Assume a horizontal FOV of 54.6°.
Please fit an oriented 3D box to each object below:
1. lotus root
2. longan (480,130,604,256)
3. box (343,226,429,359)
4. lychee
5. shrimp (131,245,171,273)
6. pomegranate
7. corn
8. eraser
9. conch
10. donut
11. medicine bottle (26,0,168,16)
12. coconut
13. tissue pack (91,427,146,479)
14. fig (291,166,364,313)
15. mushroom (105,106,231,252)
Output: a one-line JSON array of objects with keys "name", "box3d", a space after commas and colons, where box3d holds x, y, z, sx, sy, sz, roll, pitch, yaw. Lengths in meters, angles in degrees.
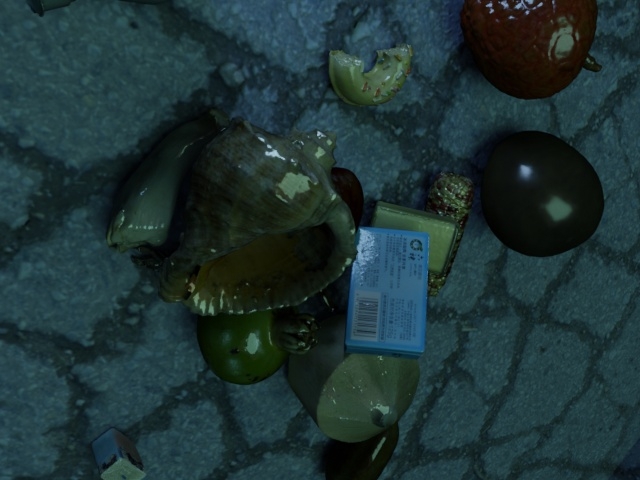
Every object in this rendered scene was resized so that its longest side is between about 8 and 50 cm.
[{"name": "lotus root", "box3d": [0.095, 0.494, 1.443, 0.123, 0.124, 0.241, 20, 100, -49]}, {"name": "longan", "box3d": [0.482, -0.101, 1.353, 0.300, 0.243, 0.300, 18, 68, -54]}, {"name": "box", "box3d": [0.123, 0.097, 1.156, 0.142, 0.232, 0.083, 5, 157, 2]}, {"name": "lychee", "box3d": [0.405, -0.392, 1.158, 0.299, 0.255, 0.255, 10, 109, -3]}, {"name": "shrimp", "box3d": [-0.281, 0.034, 1.044, 0.092, 0.029, 0.038, 27, 104, -33]}, {"name": "pomegranate", "box3d": [-0.106, 0.153, 1.081, 0.202, 0.247, 0.202, 2, 87, -54]}, {"name": "corn", "box3d": [0.254, -0.007, 1.335, 0.098, 0.098, 0.290, -1, 116, -33]}, {"name": "eraser", "box3d": [0.182, -0.004, 1.257, 0.172, 0.058, 0.117, 13, 107, 0]}, {"name": "conch", "box3d": [-0.093, -0.035, 0.952, 0.352, 0.210, 0.297, -32, 127, 27]}, {"name": "donut", "box3d": [0.092, -0.291, 1.111, 0.165, 0.065, 0.108, -15, 120, -27]}, {"name": "medicine bottle", "box3d": [-0.231, -0.400, 0.732, 0.289, 0.245, 0.245, -26, 124, -23]}, {"name": "coconut", "box3d": [0.071, 0.284, 1.252, 0.239, 0.244, 0.239, -14, 118, -29]}, {"name": "tissue pack", "box3d": [-0.364, 0.393, 1.111, 0.058, 0.094, 0.074, -40, 125, -10]}, {"name": "fig", "box3d": [0.000, 0.000, 1.125, 0.170, 0.145, 0.274, -11, 102, -28]}, {"name": "mushroom", "box3d": [-0.238, -0.096, 0.966, 0.278, 0.096, 0.099, -57, 156, -12]}]
